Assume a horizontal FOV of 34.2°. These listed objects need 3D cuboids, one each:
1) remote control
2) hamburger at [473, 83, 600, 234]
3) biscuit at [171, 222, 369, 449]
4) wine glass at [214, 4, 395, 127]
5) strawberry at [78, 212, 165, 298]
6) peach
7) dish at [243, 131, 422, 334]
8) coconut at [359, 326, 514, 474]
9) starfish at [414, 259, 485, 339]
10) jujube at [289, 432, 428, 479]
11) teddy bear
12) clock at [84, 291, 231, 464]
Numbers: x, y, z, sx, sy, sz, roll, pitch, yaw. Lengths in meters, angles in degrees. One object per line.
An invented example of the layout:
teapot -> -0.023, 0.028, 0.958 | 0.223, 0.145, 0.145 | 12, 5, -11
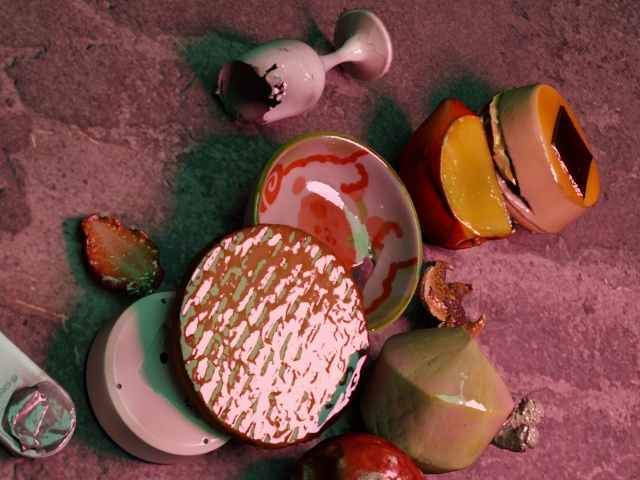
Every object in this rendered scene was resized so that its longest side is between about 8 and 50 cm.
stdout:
remote control -> -0.412, 0.174, 1.299 | 0.247, 0.052, 0.104 | 46, 51, -11
hamburger -> 0.390, -0.152, 1.941 | 0.300, 0.176, 0.300 | 36, 41, -39
biscuit -> -0.066, 0.131, 1.456 | 0.318, 0.040, 0.318 | 8, 75, -33
wine glass -> -0.024, -0.290, 1.738 | 0.321, 0.143, 0.143 | -30, 89, -38
strawberry -> -0.282, 0.025, 1.468 | 0.104, 0.048, 0.152 | -33, 75, -34
peach -> 0.211, -0.111, 1.813 | 0.154, 0.159, 0.267 | -15, 90, -40
dish -> 0.000, 0.000, 1.638 | 0.324, 0.124, 0.324 | 10, 72, -34
coconut -> 0.173, 0.234, 1.580 | 0.204, 0.236, 0.236 | -1, 71, -48
starfish -> 0.213, 0.112, 1.744 | 0.216, 0.071, 0.238 | 49, 20, -26
jujube -> 0.075, 0.376, 1.486 | 0.255, 0.190, 0.190 | 35, 53, -32
teddy bear -> 0.262, 0.279, 1.730 | 0.213, 0.111, 0.133 | 33, 28, 9
clock -> -0.203, 0.187, 1.430 | 0.230, 0.083, 0.230 | 17, 59, -32
